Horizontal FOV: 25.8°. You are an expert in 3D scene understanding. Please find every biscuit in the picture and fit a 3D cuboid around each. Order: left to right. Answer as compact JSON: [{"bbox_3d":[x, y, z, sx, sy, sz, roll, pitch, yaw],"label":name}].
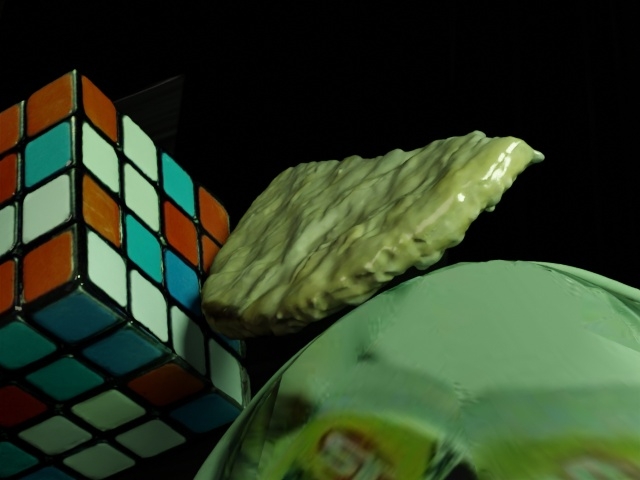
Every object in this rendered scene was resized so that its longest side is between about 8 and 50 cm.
[{"bbox_3d":[0.000,0.002,0.703,0.133,0.032,0.250,-46,18,-20],"label":"biscuit"}]

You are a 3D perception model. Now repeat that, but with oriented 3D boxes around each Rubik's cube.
[{"bbox_3d":[-0.144,0.031,0.778,0.151,0.154,0.155,-27,47,19],"label":"Rubik's cube"}]

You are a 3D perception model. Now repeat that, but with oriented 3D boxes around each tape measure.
[{"bbox_3d":[0.069,0.139,0.557,0.259,0.138,0.262,24,75,43],"label":"tape measure"}]
